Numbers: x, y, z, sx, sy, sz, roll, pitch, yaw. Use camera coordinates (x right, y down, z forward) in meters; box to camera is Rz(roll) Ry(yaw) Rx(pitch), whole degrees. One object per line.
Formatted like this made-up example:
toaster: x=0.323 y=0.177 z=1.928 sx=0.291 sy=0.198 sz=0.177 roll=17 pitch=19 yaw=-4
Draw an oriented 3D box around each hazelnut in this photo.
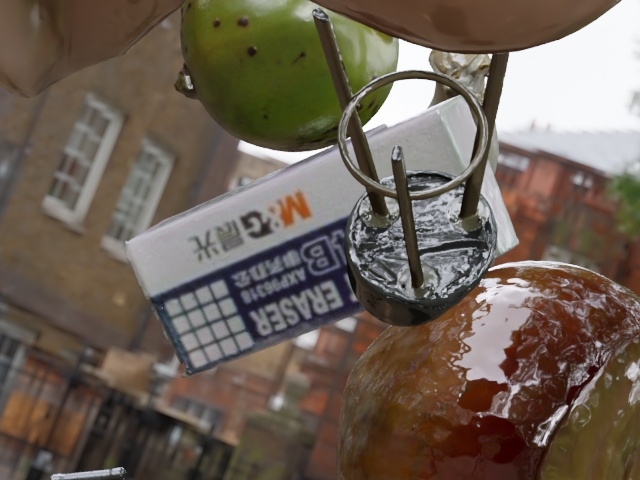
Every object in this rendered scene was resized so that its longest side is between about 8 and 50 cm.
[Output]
hazelnut: x=0.196 y=0.215 z=1.783 sx=0.359 sy=0.409 sz=0.359 roll=33 pitch=-28 yaw=20

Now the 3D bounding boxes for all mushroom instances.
mushroom: x=0.157 y=-0.127 z=1.977 sx=0.116 sy=0.093 sz=0.225 roll=30 pitch=-33 yaw=15

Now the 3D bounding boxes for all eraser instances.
eraser: x=0.000 y=0.000 z=1.312 sx=0.287 sy=0.130 sz=0.086 roll=-21 pitch=3 yaw=24

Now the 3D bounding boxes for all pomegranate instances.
pomegranate: x=-0.013 y=-0.181 z=1.404 sx=0.198 sy=0.198 sz=0.246 roll=25 pitch=-36 yaw=-21

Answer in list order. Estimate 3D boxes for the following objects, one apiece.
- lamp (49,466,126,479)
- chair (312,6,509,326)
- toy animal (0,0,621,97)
lamp: x=-0.225 y=0.365 z=1.685 sx=0.147 sy=0.227 sz=0.172 roll=-7 pitch=-52 yaw=5
chair: x=0.058 y=-0.038 z=0.945 sx=0.095 sy=0.104 sz=0.221 roll=-18 pitch=-29 yaw=-8
toy animal: x=0.034 y=-0.164 z=0.467 sx=0.269 sy=0.237 sz=0.326 roll=-3 pitch=10 yaw=-6
